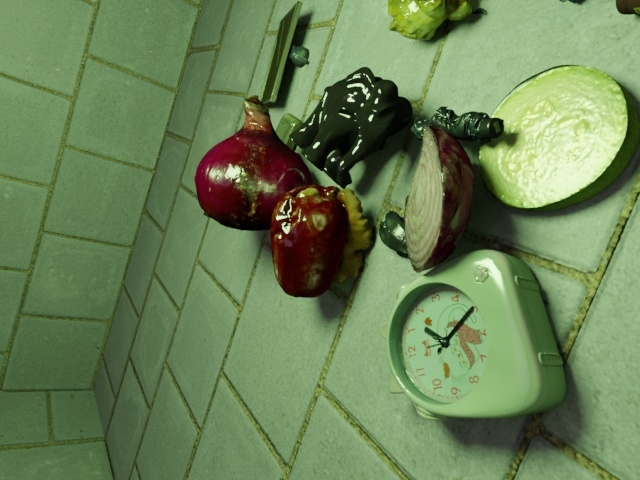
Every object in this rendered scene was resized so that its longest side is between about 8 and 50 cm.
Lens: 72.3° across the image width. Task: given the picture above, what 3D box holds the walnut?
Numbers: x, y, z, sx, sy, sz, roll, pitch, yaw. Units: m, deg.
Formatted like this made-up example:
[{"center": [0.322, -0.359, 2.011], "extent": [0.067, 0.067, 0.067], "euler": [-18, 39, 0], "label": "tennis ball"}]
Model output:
[{"center": [0.000, 0.000, 1.086], "extent": [0.221, 0.244, 0.268], "euler": [-94, 6, -74], "label": "walnut"}]

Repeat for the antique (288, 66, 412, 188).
[{"center": [0.069, -0.279, 1.054], "extent": [0.255, 0.185, 0.322], "euler": [-42, 31, 11], "label": "antique"}]

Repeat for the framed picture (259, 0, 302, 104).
[{"center": [-0.152, -0.645, 1.563], "extent": [0.247, 0.022, 0.334], "euler": [-149, 75, -68], "label": "framed picture"}]

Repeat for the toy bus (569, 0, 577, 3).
[{"center": [0.411, -0.486, 0.798], "extent": [0.047, 0.065, 0.165], "euler": [-54, 41, 27], "label": "toy bus"}]

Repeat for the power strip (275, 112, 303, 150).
[{"center": [-0.166, -0.237, 1.479], "extent": [0.092, 0.066, 0.387], "euler": [47, 114, 46], "label": "power strip"}]

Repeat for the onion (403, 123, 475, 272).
[{"center": [0.235, -0.065, 0.817], "extent": [0.247, 0.112, 0.249], "euler": [-89, 6, -55], "label": "onion"}]

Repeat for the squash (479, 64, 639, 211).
[{"center": [0.390, -0.173, 0.751], "extent": [0.252, 0.049, 0.251], "euler": [-23, 61, 50], "label": "squash"}]

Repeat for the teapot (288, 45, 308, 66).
[{"center": [-0.075, -0.621, 1.476], "extent": [0.066, 0.057, 0.088], "euler": [-57, 41, 26], "label": "teapot"}]

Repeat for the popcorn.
[{"center": [0.247, -0.541, 0.973], "extent": [0.168, 0.174, 0.195], "euler": [-57, 26, -9], "label": "popcorn"}]

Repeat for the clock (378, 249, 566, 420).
[{"center": [0.238, 0.180, 0.786], "extent": [0.324, 0.109, 0.264], "euler": [-31, 58, 45], "label": "clock"}]

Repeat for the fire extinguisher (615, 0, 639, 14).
[{"center": [0.528, -0.344, 0.568], "extent": [0.075, 0.106, 0.252], "euler": [-51, 40, 1], "label": "fire extinguisher"}]

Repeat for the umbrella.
[{"center": [0.263, -0.225, 0.852], "extent": [0.224, 0.081, 0.071], "euler": [-145, 53, -65], "label": "umbrella"}]

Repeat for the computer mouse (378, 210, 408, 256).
[{"center": [0.169, -0.018, 0.987], "extent": [0.079, 0.047, 0.135], "euler": [-58, 39, 22], "label": "computer mouse"}]

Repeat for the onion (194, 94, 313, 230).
[{"center": [-0.187, -0.212, 1.248], "extent": [0.348, 0.348, 0.384], "euler": [28, 119, 52], "label": "onion"}]
